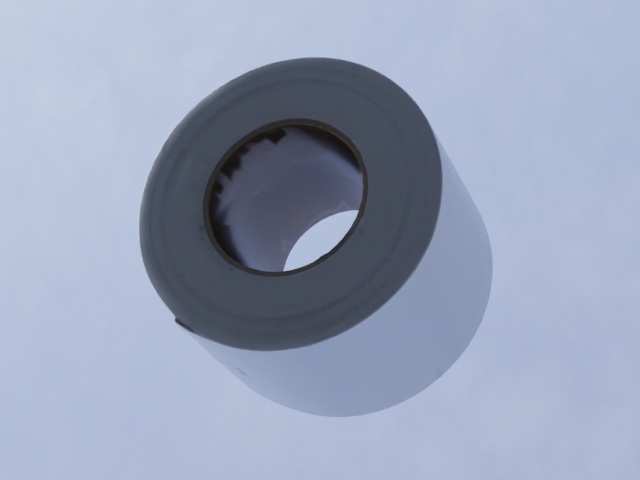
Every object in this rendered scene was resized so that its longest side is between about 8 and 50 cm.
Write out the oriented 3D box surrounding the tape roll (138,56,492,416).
[{"bbox_3d":[0.000,0.000,1.137,0.246,0.169,0.246,-8,-116,16],"label":"tape roll"}]
